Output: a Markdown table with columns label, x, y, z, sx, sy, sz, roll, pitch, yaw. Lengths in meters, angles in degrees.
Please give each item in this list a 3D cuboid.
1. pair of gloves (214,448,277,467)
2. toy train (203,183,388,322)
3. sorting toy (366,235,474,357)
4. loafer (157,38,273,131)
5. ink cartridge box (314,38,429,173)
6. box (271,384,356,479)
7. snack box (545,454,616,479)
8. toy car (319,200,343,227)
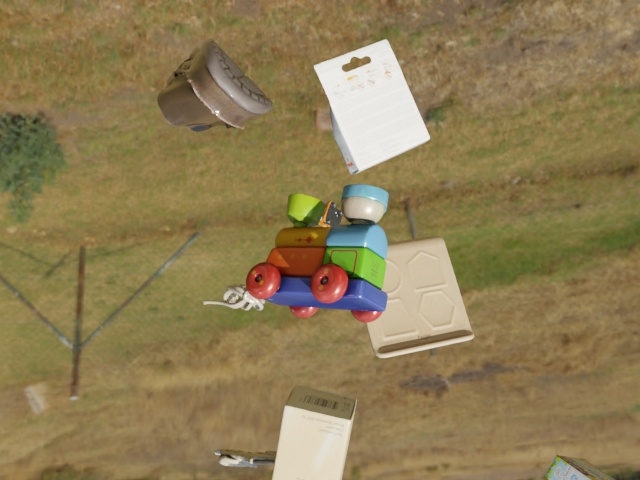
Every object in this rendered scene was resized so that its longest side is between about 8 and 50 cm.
| label | x | y | z | sx | sy | sz | roll | pitch | yaw |
| --- | --- | --- | --- | --- | --- | --- | --- | --- | --- |
| pair of gloves | -0.119 | 0.524 | 1.609 | 0.240 | 0.042 | 0.204 | 17 | 161 | -36 |
| toy train | -0.035 | 0.010 | 0.794 | 0.247 | 0.144 | 0.105 | 0 | 160 | 34 |
| sorting toy | 0.158 | 0.098 | 1.219 | 0.192 | 0.208 | 0.038 | -8 | 158 | -18 |
| loafer | -0.173 | -0.212 | 1.041 | 0.130 | 0.366 | 0.134 | -46 | 109 | 0 |
| ink cartridge box | 0.078 | -0.215 | 1.099 | 0.145 | 0.179 | 0.045 | -25 | -178 | -20 |
| box | -0.023 | 0.482 | 1.436 | 0.147 | 0.311 | 0.121 | 10 | -170 | 7 |
| snack box | 0.682 | 0.614 | 1.658 | 0.174 | 0.070 | 0.207 | 23 | -173 | -43 |
| toy car | 0.000 | 0.000 | 1.024 | 0.040 | 0.122 | 0.060 | 13 | -177 | 26 |
